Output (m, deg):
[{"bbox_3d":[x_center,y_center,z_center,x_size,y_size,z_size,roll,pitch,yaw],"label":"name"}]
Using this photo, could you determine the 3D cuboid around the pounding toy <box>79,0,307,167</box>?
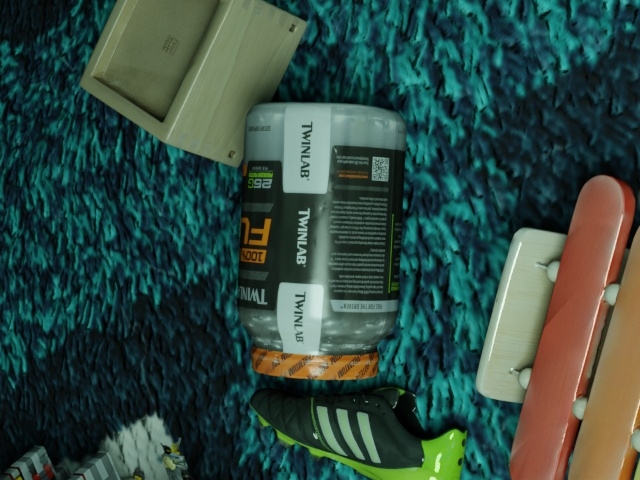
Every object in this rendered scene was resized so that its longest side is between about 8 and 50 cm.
[{"bbox_3d":[-0.097,-0.191,1.074,0.181,0.094,0.206,33,101,41],"label":"pounding toy"}]

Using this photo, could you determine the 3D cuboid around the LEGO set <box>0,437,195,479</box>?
[{"bbox_3d":[-0.160,0.289,1.091,0.331,0.192,0.255,-13,110,42],"label":"LEGO set"}]

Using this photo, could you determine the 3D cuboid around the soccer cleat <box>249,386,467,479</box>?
[{"bbox_3d":[0.028,0.133,0.982,0.179,0.060,0.072,21,93,32],"label":"soccer cleat"}]

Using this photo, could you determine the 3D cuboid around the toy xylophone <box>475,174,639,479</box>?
[{"bbox_3d":[0.224,0.059,0.762,0.323,0.081,0.236,13,95,56],"label":"toy xylophone"}]

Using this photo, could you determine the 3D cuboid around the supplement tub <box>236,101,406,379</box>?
[{"bbox_3d":[0.000,0.000,0.964,0.117,0.117,0.190,3,90,40],"label":"supplement tub"}]
